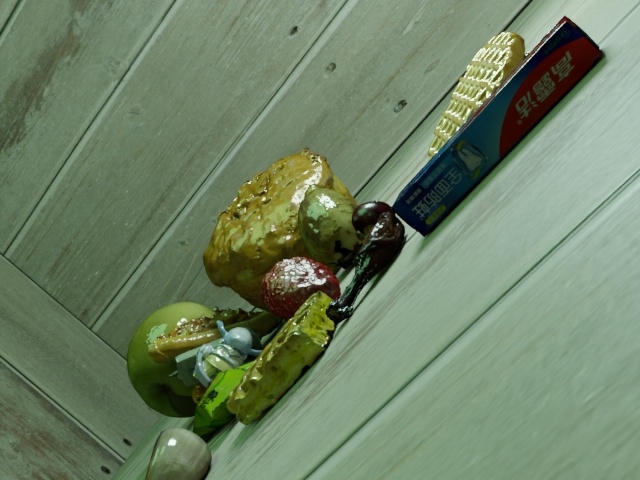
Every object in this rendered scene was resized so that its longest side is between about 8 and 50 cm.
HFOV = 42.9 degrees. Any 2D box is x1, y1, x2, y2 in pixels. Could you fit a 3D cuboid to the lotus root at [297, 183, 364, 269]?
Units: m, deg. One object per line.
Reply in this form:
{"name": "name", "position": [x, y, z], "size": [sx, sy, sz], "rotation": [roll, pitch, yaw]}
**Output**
{"name": "lotus root", "position": [0.016, -0.033, 1.640], "size": [0.138, 0.214, 0.138], "rotation": [-20, -41, -19]}

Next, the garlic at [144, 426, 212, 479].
{"name": "garlic", "position": [-0.225, 0.347, 1.232], "size": [0.129, 0.090, 0.198], "rotation": [-62, 8, -5]}

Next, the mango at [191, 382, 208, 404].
{"name": "mango", "position": [-0.235, 0.320, 1.912], "size": [0.098, 0.075, 0.190], "rotation": [-38, 3, 40]}

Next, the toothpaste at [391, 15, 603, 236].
{"name": "toothpaste", "position": [0.221, -0.142, 1.046], "size": [0.320, 0.066, 0.076], "rotation": [-49, 2, 24]}

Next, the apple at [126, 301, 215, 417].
{"name": "apple", "position": [-0.354, 0.310, 2.100], "size": [0.292, 0.292, 0.254], "rotation": [-47, 8, 33]}

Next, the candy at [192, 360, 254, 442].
{"name": "candy", "position": [-0.173, 0.282, 1.455], "size": [0.149, 0.069, 0.246], "rotation": [-53, 3, -32]}

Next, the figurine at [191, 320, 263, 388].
{"name": "figurine", "position": [-0.206, 0.264, 1.737], "size": [0.208, 0.128, 0.184], "rotation": [-57, -1, 40]}

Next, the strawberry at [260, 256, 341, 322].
{"name": "strawberry", "position": [-0.032, 0.081, 1.384], "size": [0.131, 0.131, 0.148], "rotation": [-51, 1, -33]}

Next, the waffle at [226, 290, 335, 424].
{"name": "waffle", "position": [-0.062, 0.180, 1.195], "size": [0.211, 0.055, 0.160], "rotation": [-49, 3, 21]}

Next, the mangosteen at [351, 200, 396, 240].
{"name": "mangosteen", "position": [0.096, -0.033, 1.452], "size": [0.081, 0.081, 0.081], "rotation": [-49, 3, 3]}

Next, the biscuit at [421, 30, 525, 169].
{"name": "biscuit", "position": [0.258, -0.233, 1.350], "size": [0.309, 0.040, 0.204], "rotation": [-64, 11, -19]}

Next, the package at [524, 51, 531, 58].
{"name": "package", "position": [0.331, -0.280, 1.397], "size": [0.071, 0.047, 0.131], "rotation": [-51, 3, -17]}

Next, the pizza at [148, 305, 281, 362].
{"name": "pizza", "position": [-0.247, 0.214, 1.940], "size": [0.365, 0.074, 0.182], "rotation": [-12, 20, -29]}

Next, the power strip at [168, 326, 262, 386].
{"name": "power strip", "position": [-0.235, 0.264, 1.838], "size": [0.227, 0.080, 0.029], "rotation": [-22, 35, -12]}

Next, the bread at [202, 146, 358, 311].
{"name": "bread", "position": [-0.086, -0.032, 1.890], "size": [0.398, 0.215, 0.398], "rotation": [-35, 26, 20]}

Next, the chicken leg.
{"name": "chicken leg", "position": [0.073, 0.029, 1.212], "size": [0.106, 0.051, 0.253], "rotation": [-55, -1, 39]}
